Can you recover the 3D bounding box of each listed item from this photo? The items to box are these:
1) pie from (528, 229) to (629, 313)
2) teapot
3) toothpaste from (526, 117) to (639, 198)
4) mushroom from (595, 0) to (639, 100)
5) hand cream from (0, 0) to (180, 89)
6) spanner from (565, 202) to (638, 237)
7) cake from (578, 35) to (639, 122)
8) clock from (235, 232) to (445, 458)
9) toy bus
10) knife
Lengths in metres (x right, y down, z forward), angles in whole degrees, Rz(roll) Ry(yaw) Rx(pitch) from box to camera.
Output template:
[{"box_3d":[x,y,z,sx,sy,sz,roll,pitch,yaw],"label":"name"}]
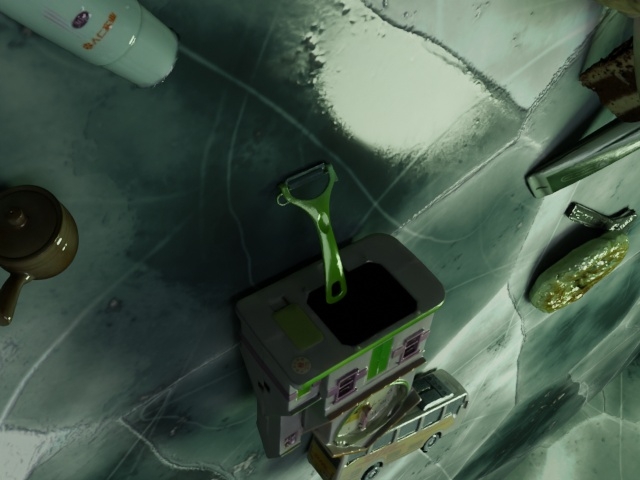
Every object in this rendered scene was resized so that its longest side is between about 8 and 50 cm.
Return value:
[{"box_3d":[0.523,0.065,1.473,0.240,0.054,0.240,-25,153,-14],"label":"pie"},{"box_3d":[-0.239,0.015,0.566,0.085,0.110,0.080,6,158,4],"label":"teapot"},{"box_3d":[0.497,-0.180,1.116,0.392,0.061,0.098,-31,151,15],"label":"toothpaste"},{"box_3d":[0.378,-0.281,0.656,0.356,0.315,0.315,28,108,-29],"label":"mushroom"},{"box_3d":[-0.211,-0.183,0.409,0.085,0.058,0.331,-35,146,19],"label":"hand cream"},{"box_3d":[0.555,-0.039,1.436,0.325,0.026,0.093,9,121,-51],"label":"spanner"},{"box_3d":[0.467,-0.250,0.934,0.135,0.112,0.246,-48,-175,-13],"label":"cake"},{"box_3d":[0.025,0.174,0.971,0.235,0.166,0.310,-26,146,-25],"label":"clock"},{"box_3d":[0.133,0.346,1.363,0.342,0.097,0.138,-15,131,-36],"label":"toy bus"},{"box_3d":[0.001,0.001,0.813,0.078,0.022,0.166,-23,114,-20],"label":"knife"}]
